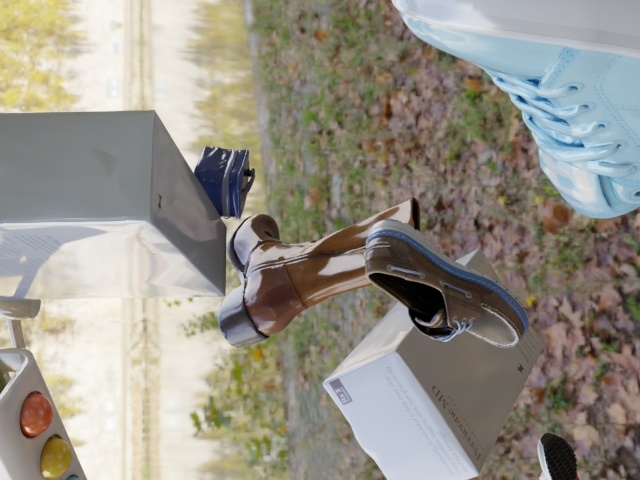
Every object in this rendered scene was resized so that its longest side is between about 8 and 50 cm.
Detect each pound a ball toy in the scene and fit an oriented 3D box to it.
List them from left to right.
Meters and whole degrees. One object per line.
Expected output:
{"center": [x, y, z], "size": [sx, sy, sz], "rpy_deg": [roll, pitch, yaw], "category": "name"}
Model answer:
{"center": [-0.387, 0.242, 1.019], "size": [0.208, 0.135, 0.319], "rpy_deg": [-72, -21, -55], "category": "pound a ball toy"}

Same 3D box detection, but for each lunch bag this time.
{"center": [-0.114, -0.071, 0.917], "size": [0.098, 0.065, 0.067], "rpy_deg": [-82, -2, -56], "category": "lunch bag"}

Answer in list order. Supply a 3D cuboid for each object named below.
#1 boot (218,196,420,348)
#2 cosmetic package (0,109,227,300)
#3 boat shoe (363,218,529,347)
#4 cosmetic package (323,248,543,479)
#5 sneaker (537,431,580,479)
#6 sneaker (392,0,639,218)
{"center": [0.000, 0.000, 1.032], "size": [0.096, 0.280, 0.264], "rpy_deg": [55, -159, -22], "category": "boot"}
{"center": [-0.254, -0.012, 0.722], "size": [0.377, 0.284, 0.098], "rpy_deg": [87, -176, -78], "category": "cosmetic package"}
{"center": [0.112, 0.057, 0.704], "size": [0.066, 0.183, 0.066], "rpy_deg": [-44, 18, 51], "category": "boat shoe"}
{"center": [0.193, 0.194, 1.194], "size": [0.156, 0.385, 0.217], "rpy_deg": [-33, 94, 34], "category": "cosmetic package"}
{"center": [0.347, 0.348, 1.130], "size": [0.161, 0.057, 0.075], "rpy_deg": [58, 157, -19], "category": "sneaker"}
{"center": [0.186, -0.081, 0.484], "size": [0.135, 0.365, 0.150], "rpy_deg": [43, 121, 52], "category": "sneaker"}
